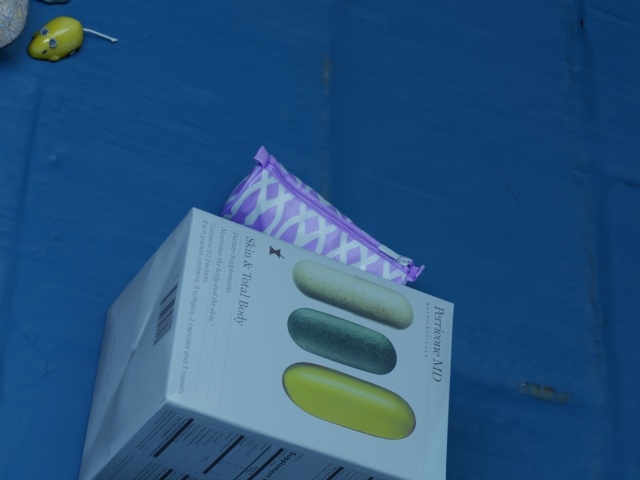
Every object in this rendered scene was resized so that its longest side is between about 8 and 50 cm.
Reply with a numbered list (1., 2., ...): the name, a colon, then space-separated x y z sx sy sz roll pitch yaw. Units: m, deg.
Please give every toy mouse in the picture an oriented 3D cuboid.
1. toy mouse: -0.294 -0.242 1.828 0.161 0.031 0.143 -24 76 -40

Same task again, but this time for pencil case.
1. pencil case: 0.000 0.000 1.821 0.206 0.088 0.086 34 47 -8

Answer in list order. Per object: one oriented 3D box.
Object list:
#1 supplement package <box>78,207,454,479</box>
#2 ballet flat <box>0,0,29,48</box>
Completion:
1. supplement package: -0.046 0.137 1.630 0.263 0.198 0.199 21 52 -20
2. ballet flat: -0.367 -0.325 1.778 0.107 0.106 0.316 -24 65 1
